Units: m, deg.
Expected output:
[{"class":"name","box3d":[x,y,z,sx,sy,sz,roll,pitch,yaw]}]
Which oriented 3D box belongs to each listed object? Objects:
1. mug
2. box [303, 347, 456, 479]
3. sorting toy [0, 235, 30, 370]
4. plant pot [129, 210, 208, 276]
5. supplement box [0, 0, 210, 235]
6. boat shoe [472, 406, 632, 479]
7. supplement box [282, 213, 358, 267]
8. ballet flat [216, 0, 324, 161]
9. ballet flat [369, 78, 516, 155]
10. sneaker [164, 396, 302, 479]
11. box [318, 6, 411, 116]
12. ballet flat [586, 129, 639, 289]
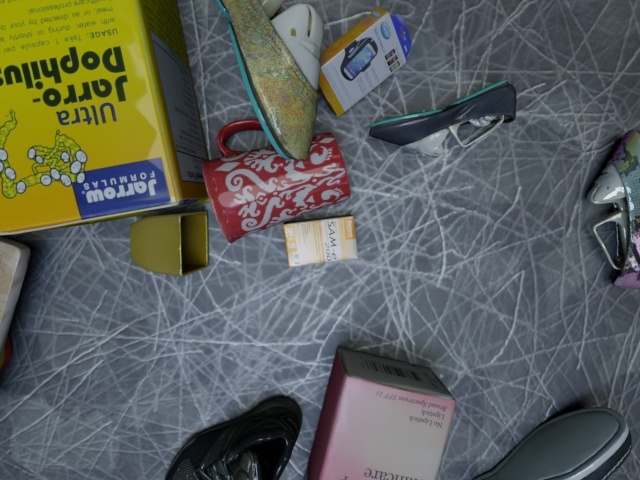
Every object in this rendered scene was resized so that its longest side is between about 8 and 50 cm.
[{"class":"mug","box3d":[-0.059,-0.091,0.601,0.169,0.113,0.150,-17,103,-3]},{"class":"box","box3d":[0.070,0.286,0.629,0.149,0.127,0.232,13,93,-3]},{"class":"sorting toy","box3d":[-0.533,0.084,0.621,0.257,0.089,0.255,19,95,-3]},{"class":"plant pot","box3d":[-0.208,0.002,0.626,0.083,0.081,0.081,1,96,11]},{"class":"supplement box","box3d":[-0.268,-0.202,0.543,0.195,0.194,0.356,-10,96,0]},{"class":"boat shoe","box3d":[0.314,0.354,0.659,0.302,0.114,0.091,-40,94,15]},{"class":"supplement box","box3d":[0.000,0.000,0.648,0.098,0.036,0.062,-8,97,-1]},{"class":"ballet flat","box3d":[-0.060,-0.265,0.544,0.123,0.123,0.348,-23,77,1]},{"class":"ballet flat","box3d":[0.169,-0.153,0.621,0.203,0.074,0.074,-19,96,-1]},{"class":"sneaker","box3d":[-0.130,0.310,0.633,0.228,0.130,0.087,-29,94,4]},{"class":"box","box3d":[0.055,-0.236,0.607,0.136,0.081,0.028,-40,51,1]},{"class":"ballet flat","box3d":[0.417,-0.037,0.641,0.079,0.077,0.221,-9,97,19]}]
